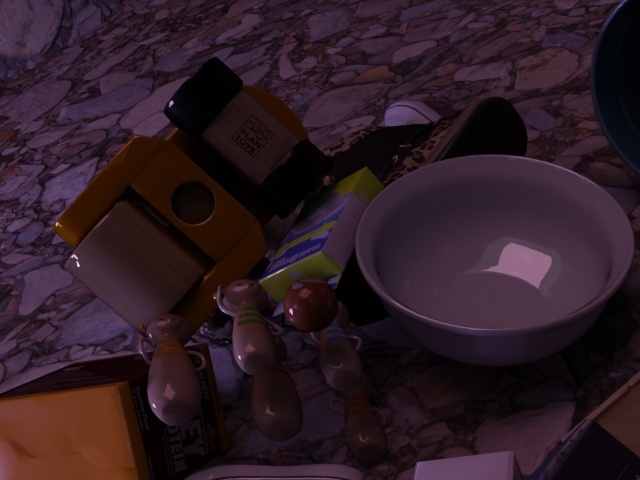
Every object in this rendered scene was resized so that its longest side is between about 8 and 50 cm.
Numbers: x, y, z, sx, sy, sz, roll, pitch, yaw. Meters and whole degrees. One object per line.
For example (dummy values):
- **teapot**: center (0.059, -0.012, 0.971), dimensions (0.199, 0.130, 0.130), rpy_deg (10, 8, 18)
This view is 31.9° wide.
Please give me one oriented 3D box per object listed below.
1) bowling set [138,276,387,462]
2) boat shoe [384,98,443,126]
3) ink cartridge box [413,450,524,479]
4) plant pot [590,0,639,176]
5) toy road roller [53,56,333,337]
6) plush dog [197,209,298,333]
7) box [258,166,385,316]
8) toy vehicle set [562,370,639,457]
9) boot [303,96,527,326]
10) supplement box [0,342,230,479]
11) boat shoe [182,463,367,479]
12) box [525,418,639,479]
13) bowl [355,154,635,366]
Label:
- **bowling set**: center (-0.027, 0.099, 1.168), dimensions (0.199, 0.287, 0.154), rpy_deg (-61, 24, 27)
- **boat shoe**: center (0.150, -0.154, 1.693), dimensions (0.076, 0.083, 0.226), rpy_deg (-32, 30, -18)
- **ink cartridge box**: center (0.135, 0.252, 0.956), dimensions (0.092, 0.143, 0.090), rpy_deg (-12, 31, 20)
- **plant pot**: center (0.515, -0.215, 1.371), dimensions (0.272, 0.271, 0.255), rpy_deg (9, 27, 45)
- **toy road roller**: center (-0.150, -0.044, 1.382), dimensions (0.329, 0.202, 0.240), rpy_deg (-49, 3, -8)
- **plush dog**: center (-0.191, 0.012, 1.591), dimensions (0.225, 0.210, 0.262), rpy_deg (-35, 13, 43)
- **box**: center (0.000, 0.000, 1.278), dimensions (0.109, 0.042, 0.178), rpy_deg (-28, 23, 40)
- **toy vehicle set**: center (0.381, 0.152, 1.055), dimensions (0.267, 0.035, 0.166), rpy_deg (-35, 30, -19)
- **boot**: center (0.071, -0.041, 1.482), dimensions (0.377, 0.138, 0.284), rpy_deg (-50, 24, -21)
- **supplement box**: center (-0.237, 0.208, 1.246), dimensions (0.191, 0.129, 0.194), rpy_deg (-10, 4, 23)
- **boat shoe**: center (-0.061, 0.274, 1.133), dimensions (0.219, 0.077, 0.070), rpy_deg (-11, 30, 19)
- **box**: center (0.216, 0.251, 0.789), dimensions (0.207, 0.153, 0.108), rpy_deg (38, 58, 13)
- **bowl**: center (0.191, 0.043, 1.242), dimensions (0.298, 0.134, 0.297), rpy_deg (-4, 39, 3)
